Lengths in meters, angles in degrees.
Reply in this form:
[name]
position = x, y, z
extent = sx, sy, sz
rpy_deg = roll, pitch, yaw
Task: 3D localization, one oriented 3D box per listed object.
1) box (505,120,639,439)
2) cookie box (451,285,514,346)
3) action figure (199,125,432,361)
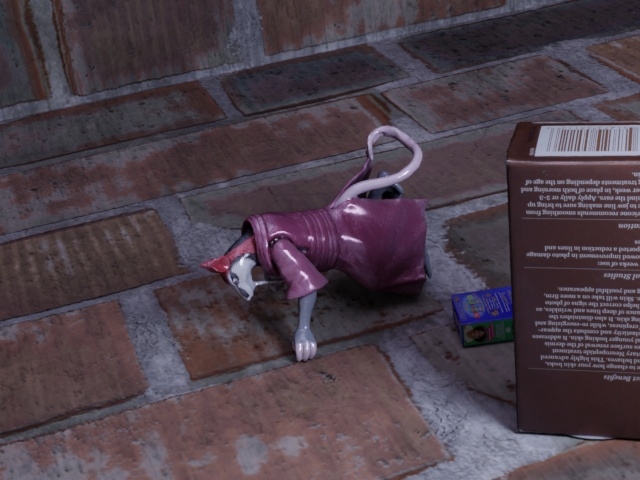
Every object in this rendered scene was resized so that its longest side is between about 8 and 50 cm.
[box]
position = 0.334, 0.050, 1.435
extent = 0.191, 0.381, 0.143
rpy_deg = 1, 26, 16
[cookie box]
position = 0.251, 0.109, 1.713
extent = 0.107, 0.040, 0.092
rpy_deg = -8, 27, 0
[action figure]
position = 0.000, 0.000, 1.767
extent = 0.370, 0.276, 0.248
rpy_deg = -7, 30, -30
